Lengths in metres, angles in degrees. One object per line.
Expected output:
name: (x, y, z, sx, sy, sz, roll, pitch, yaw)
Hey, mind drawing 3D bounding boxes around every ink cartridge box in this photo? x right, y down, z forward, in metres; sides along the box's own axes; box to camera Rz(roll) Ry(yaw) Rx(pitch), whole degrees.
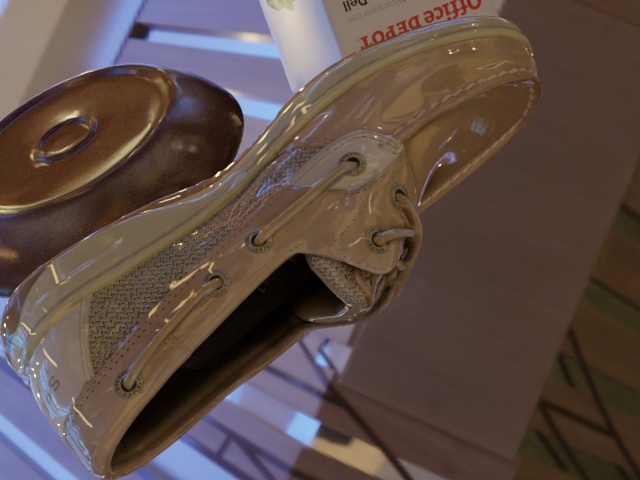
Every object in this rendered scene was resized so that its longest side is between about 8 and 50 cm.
ink cartridge box: (0.025, -0.241, 0.865, 0.160, 0.092, 0.219, -28, -77, -28)

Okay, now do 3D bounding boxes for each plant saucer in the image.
plant saucer: (-0.142, -0.049, 0.662, 0.198, 0.198, 0.036, -43, -50, -21)

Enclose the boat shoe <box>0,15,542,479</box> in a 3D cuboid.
boat shoe: (0.000, 0.000, 0.540, 0.302, 0.098, 0.109, -33, -32, -17)
